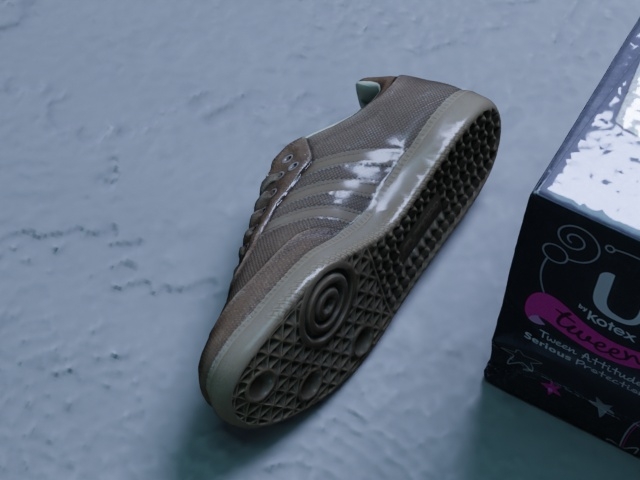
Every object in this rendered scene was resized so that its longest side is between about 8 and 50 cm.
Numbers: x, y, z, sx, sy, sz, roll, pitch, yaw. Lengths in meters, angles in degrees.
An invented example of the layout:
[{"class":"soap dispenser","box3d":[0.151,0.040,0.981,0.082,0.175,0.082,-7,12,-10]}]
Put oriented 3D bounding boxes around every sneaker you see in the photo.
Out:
[{"class":"sneaker","box3d":[0.000,0.000,0.634,0.071,0.066,0.188,22,51,31]}]

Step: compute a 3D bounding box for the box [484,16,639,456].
[{"class":"box","box3d":[0.212,0.014,0.577,0.247,0.142,0.163,26,60,13]}]
